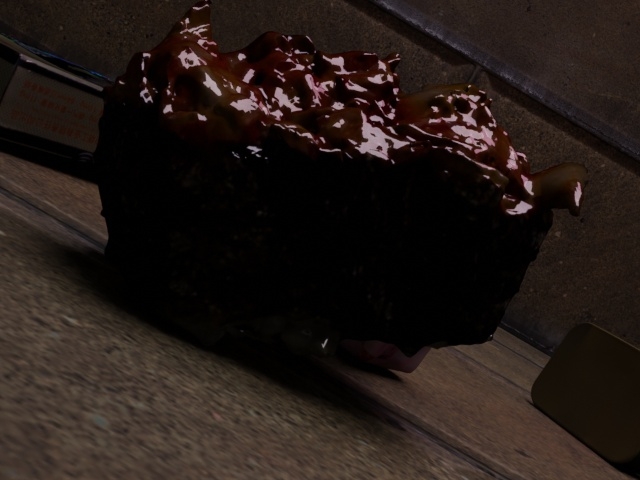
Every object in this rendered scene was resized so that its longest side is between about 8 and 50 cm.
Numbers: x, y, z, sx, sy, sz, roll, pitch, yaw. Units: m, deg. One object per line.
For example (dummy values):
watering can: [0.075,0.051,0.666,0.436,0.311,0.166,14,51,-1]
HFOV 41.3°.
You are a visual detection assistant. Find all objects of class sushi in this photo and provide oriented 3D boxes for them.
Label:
sushi: [0.020,-0.029,0.590,0.343,0.182,0.196,5,39,-21]

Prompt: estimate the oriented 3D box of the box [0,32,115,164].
box: [-0.291,-0.154,0.930,0.198,0.084,0.310,29,6,27]

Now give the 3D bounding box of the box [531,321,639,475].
box: [0.403,0.216,1.154,0.090,0.144,0.201,32,1,-30]

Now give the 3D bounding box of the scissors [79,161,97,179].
scissors: [-0.220,-0.077,1.076,0.109,0.022,0.300,30,7,0]

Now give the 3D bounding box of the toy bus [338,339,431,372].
toy bus: [0.000,0.000,0.846,0.302,0.147,0.127,33,8,34]
